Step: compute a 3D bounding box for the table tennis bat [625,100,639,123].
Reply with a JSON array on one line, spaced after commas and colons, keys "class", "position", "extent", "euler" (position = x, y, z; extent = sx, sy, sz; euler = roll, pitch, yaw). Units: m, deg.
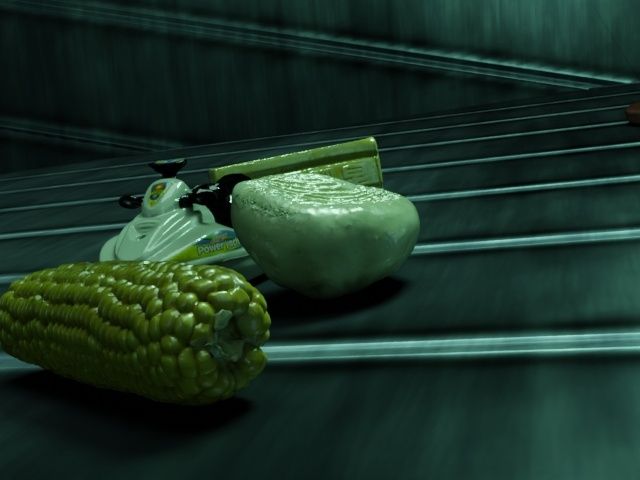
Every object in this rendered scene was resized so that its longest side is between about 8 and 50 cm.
[{"class": "table tennis bat", "position": [0.724, -0.266, 2.241], "extent": [0.268, 0.051, 0.414], "euler": [-4, 12, 26]}]

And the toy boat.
[{"class": "toy boat", "position": [-0.120, -0.011, 1.199], "extent": [0.140, 0.141, 0.269], "euler": [-5, -4, 25]}]

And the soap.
[{"class": "soap", "position": [-0.028, -0.076, 1.624], "extent": [0.252, 0.092, 0.037], "euler": [-13, 8, -24]}]

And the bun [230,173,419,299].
[{"class": "bun", "position": [0.000, 0.000, 1.089], "extent": [0.183, 0.102, 0.183], "euler": [9, 13, -2]}]

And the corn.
[{"class": "corn", "position": [-0.135, 0.062, 0.852], "extent": [0.101, 0.102, 0.310], "euler": [-15, 8, -36]}]
